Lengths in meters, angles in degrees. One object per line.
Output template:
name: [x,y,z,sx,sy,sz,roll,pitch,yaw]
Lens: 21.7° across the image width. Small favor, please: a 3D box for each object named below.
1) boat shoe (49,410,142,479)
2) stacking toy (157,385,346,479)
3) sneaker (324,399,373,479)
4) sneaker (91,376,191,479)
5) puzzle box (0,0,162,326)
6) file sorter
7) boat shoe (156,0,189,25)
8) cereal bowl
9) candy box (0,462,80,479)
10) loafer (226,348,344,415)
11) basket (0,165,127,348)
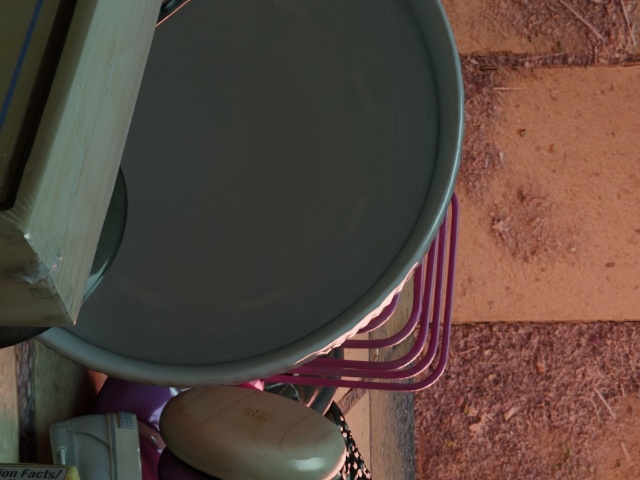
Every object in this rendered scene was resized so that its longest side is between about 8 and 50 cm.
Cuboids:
boat shoe: [-0.172,0.236,1.229,0.079,0.081,0.228,-128,-140,-78]
stacking toy: [-0.082,0.285,1.265,0.141,0.141,0.330,-42,145,-75]
sneaker: [-0.049,0.315,1.602,0.410,0.182,0.158,-79,156,-47]
sneaker: [-0.141,0.245,1.371,0.161,0.102,0.282,-70,149,-46]
puzzle box: [-0.184,-0.146,0.653,0.052,0.272,0.409,77,17,-51]
file sorter: [0.000,0.000,1.276,0.291,0.182,0.202,49,44,-73]
boat shoe: [-0.151,-0.085,0.727,0.121,0.335,0.119,-114,178,-48]
cereal bowl: [-0.075,-0.070,1.076,0.141,0.338,0.339,72,20,-79]
candy box: [-0.209,0.308,1.012,0.316,0.087,0.183,-76,162,-52]
loafer: [-0.067,0.139,1.603,0.366,0.133,0.130,-78,151,-50]
basket: [-0.207,-0.088,0.854,0.204,0.154,0.227,-116,-174,-46]
